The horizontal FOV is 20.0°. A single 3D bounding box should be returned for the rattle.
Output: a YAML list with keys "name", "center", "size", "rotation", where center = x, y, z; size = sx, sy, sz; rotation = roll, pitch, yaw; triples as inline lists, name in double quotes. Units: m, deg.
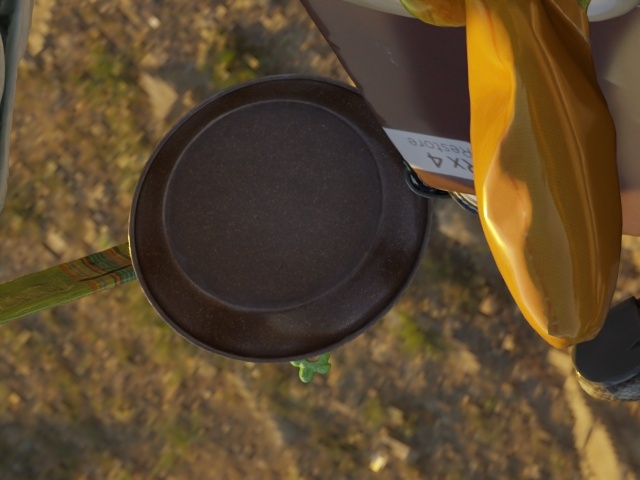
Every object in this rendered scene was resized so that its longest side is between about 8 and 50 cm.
- name: "rattle"
  center: [-0.026, -0.062, 0.399]
  size: [0.200, 0.130, 0.143]
  rotation: [12, 83, 5]

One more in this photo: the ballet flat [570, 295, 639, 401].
- name: "ballet flat"
  center: [0.281, 0.037, 1.187]
  size: [0.250, 0.084, 0.058]
  rotation: [-31, 135, 10]

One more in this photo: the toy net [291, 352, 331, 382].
- name: "toy net"
  center: [0.000, 0.000, 1.520]
  size: [0.122, 0.045, 0.232]
  rotation: [28, 98, 6]

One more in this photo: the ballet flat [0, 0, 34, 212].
- name: "ballet flat"
  center: [-0.223, -0.150, 1.093]
  size: [0.139, 0.400, 0.139]
  rotation: [-2, 154, -1]

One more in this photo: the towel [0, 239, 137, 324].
- name: "towel"
  center: [-0.219, 0.037, 1.396]
  size: [0.102, 0.237, 0.021]
  rotation: [9, 116, 66]

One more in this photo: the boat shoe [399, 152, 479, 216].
- name: "boat shoe"
  center: [0.077, -0.064, 1.084]
  size: [0.080, 0.228, 0.076]
  rotation: [20, 116, -21]

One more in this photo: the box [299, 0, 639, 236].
- name: "box"
  center: [0.111, -0.130, 0.590]
  size: [0.168, 0.203, 0.167]
  rotation: [13, 149, 43]

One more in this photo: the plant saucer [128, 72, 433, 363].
- name: "plant saucer"
  center: [-0.027, -0.017, 1.168]
  size: [0.198, 0.036, 0.198]
  rotation: [-6, 114, -13]
